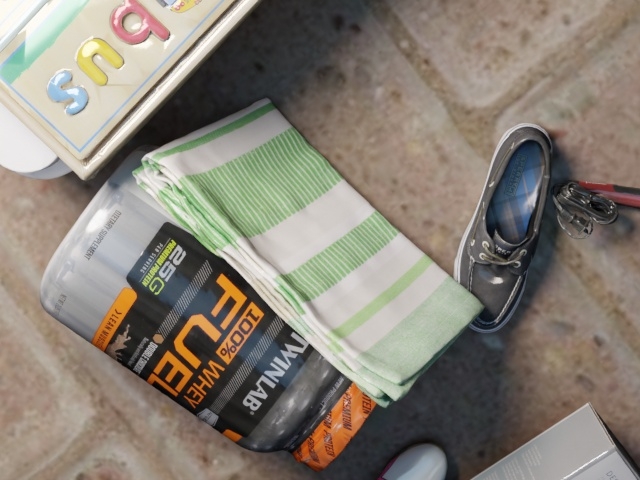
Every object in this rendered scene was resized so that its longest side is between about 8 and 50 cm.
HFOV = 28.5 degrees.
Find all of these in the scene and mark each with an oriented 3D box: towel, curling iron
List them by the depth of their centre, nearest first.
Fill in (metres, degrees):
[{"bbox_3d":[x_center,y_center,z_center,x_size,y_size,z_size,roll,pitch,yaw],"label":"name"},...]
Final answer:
[{"bbox_3d":[0.000,0.000,1.231,0.325,0.248,0.038,43,123,7],"label":"towel"},{"bbox_3d":[0.374,-0.023,1.314,0.274,0.035,0.068,6,63,-1],"label":"curling iron"}]

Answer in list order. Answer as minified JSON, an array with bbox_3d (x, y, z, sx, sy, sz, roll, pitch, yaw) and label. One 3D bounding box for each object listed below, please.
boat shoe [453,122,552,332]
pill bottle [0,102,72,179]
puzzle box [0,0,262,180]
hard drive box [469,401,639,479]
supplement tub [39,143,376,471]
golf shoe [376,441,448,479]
[{"bbox_3d":[0.195,-0.008,1.311,0.080,0.076,0.228,17,100,1],"label":"boat shoe"},{"bbox_3d":[-0.270,-0.118,1.261,0.108,0.193,0.108,1,100,3],"label":"pill bottle"},{"bbox_3d":[-0.166,-0.288,1.117,0.272,0.052,0.409,43,94,-6],"label":"puzzle box"},{"bbox_3d":[0.245,0.314,1.332,0.232,0.089,0.181,-34,114,9],"label":"hard drive box"},{"bbox_3d":[-0.096,0.073,1.277,0.338,0.207,0.207,34,100,-2],"label":"supplement tub"},{"bbox_3d":[0.072,0.299,1.367,0.067,0.086,0.186,41,98,-1],"label":"golf shoe"}]
